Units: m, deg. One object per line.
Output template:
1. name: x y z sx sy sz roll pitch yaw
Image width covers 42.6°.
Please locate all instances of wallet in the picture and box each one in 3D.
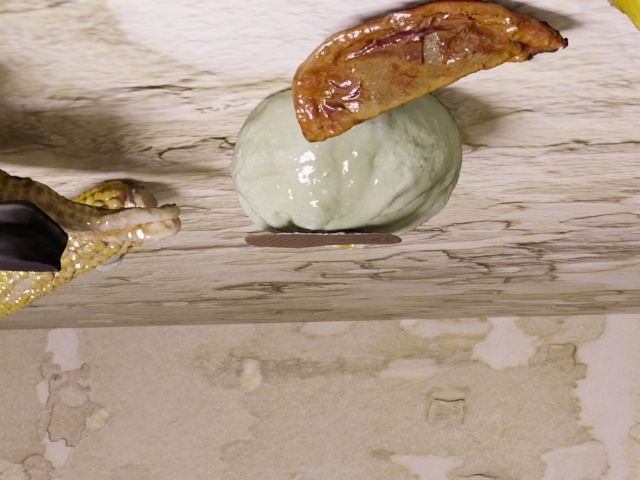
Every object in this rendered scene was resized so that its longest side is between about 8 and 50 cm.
1. wallet: -0.400 -0.017 0.634 0.378 0.051 0.197 6 173 -7

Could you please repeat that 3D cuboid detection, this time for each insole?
1. insole: 0.000 0.000 0.663 0.135 0.002 0.045 -1 165 21

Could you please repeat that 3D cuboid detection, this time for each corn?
1. corn: -0.309 0.015 0.959 0.288 0.086 0.086 -29 158 22

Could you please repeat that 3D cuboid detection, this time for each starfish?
1. starfish: -0.357 -0.065 0.697 0.432 0.082 0.324 7 168 3

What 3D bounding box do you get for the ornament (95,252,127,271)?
1. ornament: -0.288 -0.002 1.092 0.081 0.075 0.156 -41 -176 -20

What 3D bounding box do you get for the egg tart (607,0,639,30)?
1. egg tart: 0.204 -0.137 0.447 0.105 0.039 0.105 0 171 0

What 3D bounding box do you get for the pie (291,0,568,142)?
1. pie: 0.057 -0.121 0.533 0.191 0.033 0.088 -18 152 21

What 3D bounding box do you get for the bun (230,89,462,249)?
1. bun: 0.024 -0.054 0.688 0.196 0.118 0.195 -1 166 0
